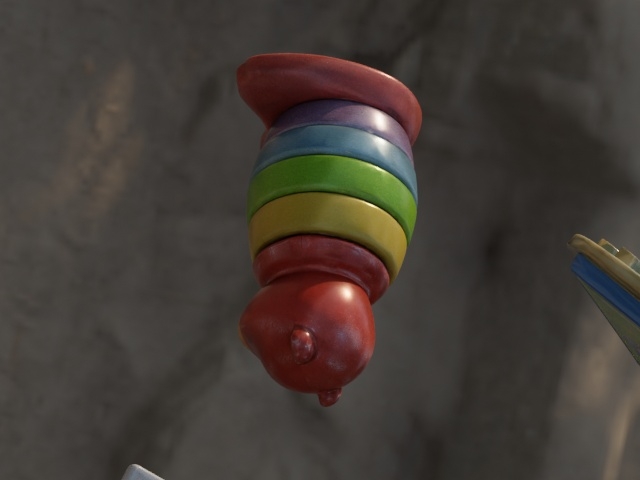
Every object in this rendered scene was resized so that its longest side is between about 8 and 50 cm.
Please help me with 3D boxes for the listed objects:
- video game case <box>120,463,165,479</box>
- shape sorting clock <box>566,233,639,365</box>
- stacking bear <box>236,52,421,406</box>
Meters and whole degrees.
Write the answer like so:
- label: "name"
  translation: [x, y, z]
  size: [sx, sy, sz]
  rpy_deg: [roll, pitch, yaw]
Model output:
- label: "video game case"
  translation: [-0.110, 0.259, 1.354]
  size: [0.143, 0.019, 0.157]
  rpy_deg: [33, 73, -23]
- label: "shape sorting clock"
  translation: [0.203, 0.066, 0.956]
  size: [0.040, 0.206, 0.206]
  rpy_deg: [-46, 152, -3]
- label: "stacking bear"
  translation: [0.000, 0.000, 1.702]
  size: [0.175, 0.164, 0.289]
  rpy_deg: [71, 22, -56]
